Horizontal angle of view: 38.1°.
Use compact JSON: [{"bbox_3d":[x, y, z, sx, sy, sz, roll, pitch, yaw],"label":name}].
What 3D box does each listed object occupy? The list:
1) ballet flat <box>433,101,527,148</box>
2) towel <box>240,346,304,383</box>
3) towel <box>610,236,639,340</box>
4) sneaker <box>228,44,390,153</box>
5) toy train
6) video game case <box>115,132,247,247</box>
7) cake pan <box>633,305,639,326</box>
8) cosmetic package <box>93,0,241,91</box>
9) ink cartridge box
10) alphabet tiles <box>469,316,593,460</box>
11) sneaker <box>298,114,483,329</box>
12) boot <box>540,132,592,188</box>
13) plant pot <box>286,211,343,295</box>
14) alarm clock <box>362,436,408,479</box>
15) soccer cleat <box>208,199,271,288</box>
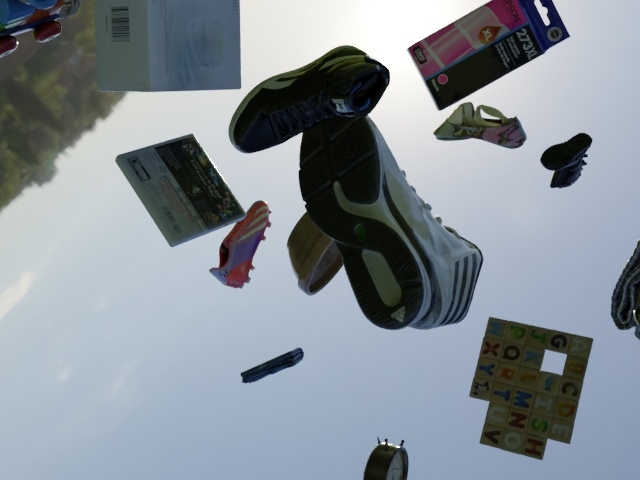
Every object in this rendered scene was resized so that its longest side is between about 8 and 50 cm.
[{"bbox_3d":[0.310,-0.232,1.827,0.076,0.079,0.221,-30,-152,-32],"label":"ballet flat"},{"bbox_3d":[-0.090,0.238,1.758,0.119,0.029,0.067,-26,176,21],"label":"towel"},{"bbox_3d":[0.653,0.025,1.670,0.235,0.284,0.121,-22,-135,-32],"label":"towel"},{"bbox_3d":[-0.010,-0.175,1.178,0.216,0.079,0.121,-36,-148,-10],"label":"sneaker"},{"bbox_3d":[-0.367,-0.348,1.284,0.143,0.105,0.248,-18,-166,37],"label":"toy train"},{"bbox_3d":[-0.245,-0.093,1.643,0.173,0.190,0.022,-24,165,-43],"label":"video game case"},{"bbox_3d":[0.641,0.164,1.461,0.293,0.293,0.054,-94,-154,-69],"label":"cake pan"},{"bbox_3d":[-0.255,-0.368,1.582,0.138,0.224,0.224,7,-167,35],"label":"cosmetic package"},{"bbox_3d":[0.408,-0.479,2.244,0.370,0.176,0.069,-29,-171,3],"label":"ink cartridge box"},{"bbox_3d":[0.376,0.272,1.702,0.198,0.009,0.237,11,-104,25],"label":"alphabet tiles"},{"bbox_3d":[0.126,-0.039,1.611,0.169,0.257,0.448,-35,-119,30],"label":"sneaker"},{"bbox_3d":[0.424,-0.130,1.630,0.121,0.045,0.099,-30,150,-26],"label":"boot"},{"bbox_3d":[0.000,0.000,2.118,0.237,0.109,0.237,-50,164,-20],"label":"plant pot"},{"bbox_3d":[0.127,0.498,1.884,0.064,0.129,0.192,4,-102,26],"label":"alarm clock"},{"bbox_3d":[-0.181,-0.004,2.125,0.083,0.095,0.248,-35,-148,50],"label":"soccer cleat"}]
